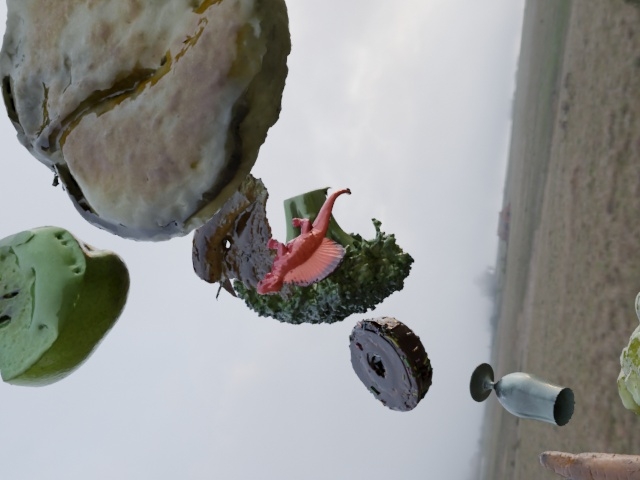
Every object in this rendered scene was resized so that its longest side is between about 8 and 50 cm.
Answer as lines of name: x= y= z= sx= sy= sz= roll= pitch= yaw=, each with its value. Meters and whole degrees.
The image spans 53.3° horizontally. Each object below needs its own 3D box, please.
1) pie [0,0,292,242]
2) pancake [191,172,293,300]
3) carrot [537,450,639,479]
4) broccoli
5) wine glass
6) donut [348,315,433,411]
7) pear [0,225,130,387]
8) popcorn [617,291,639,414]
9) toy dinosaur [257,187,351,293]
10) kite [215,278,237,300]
pie: x=-0.178 y=-0.161 z=0.602 sx=0.077 sy=0.339 sz=0.339 roll=-8 pitch=-76 yaw=-62
pancake: x=-0.136 y=0.022 z=1.224 sx=0.266 sy=0.244 sz=0.057 roll=-47 pitch=1 yaw=36
carrot: x=0.425 y=0.332 z=0.920 sx=0.059 sy=0.247 sz=0.059 roll=11 pitch=-107 yaw=-41
broccoli: x=-0.010 y=0.059 z=1.383 sx=0.338 sy=0.317 sz=0.277 roll=-45 pitch=-10 yaw=20
wine glass: x=0.416 y=0.318 z=1.321 sx=0.092 sy=0.202 sz=0.093 roll=-6 pitch=-80 yaw=-39
donut: x=0.161 y=0.271 z=1.446 sx=0.089 sy=0.235 sz=0.235 roll=-25 pitch=-53 yaw=-30
pear: x=-0.572 y=0.122 z=1.435 sx=0.343 sy=0.318 sz=0.238 roll=62 pitch=-170 yaw=25
popcorn: x=0.501 y=0.156 z=0.776 sx=0.235 sy=0.250 sz=0.242 roll=-52 pitch=-36 yaw=-50
toy dinosaur: x=0.003 y=0.004 z=1.125 sx=0.286 sy=0.139 sz=0.070 roll=-44 pitch=-52 yaw=-23
kite: x=-0.303 y=0.136 z=1.953 sx=0.139 sy=0.011 sz=0.157 roll=41 pitch=-155 yaw=-19
